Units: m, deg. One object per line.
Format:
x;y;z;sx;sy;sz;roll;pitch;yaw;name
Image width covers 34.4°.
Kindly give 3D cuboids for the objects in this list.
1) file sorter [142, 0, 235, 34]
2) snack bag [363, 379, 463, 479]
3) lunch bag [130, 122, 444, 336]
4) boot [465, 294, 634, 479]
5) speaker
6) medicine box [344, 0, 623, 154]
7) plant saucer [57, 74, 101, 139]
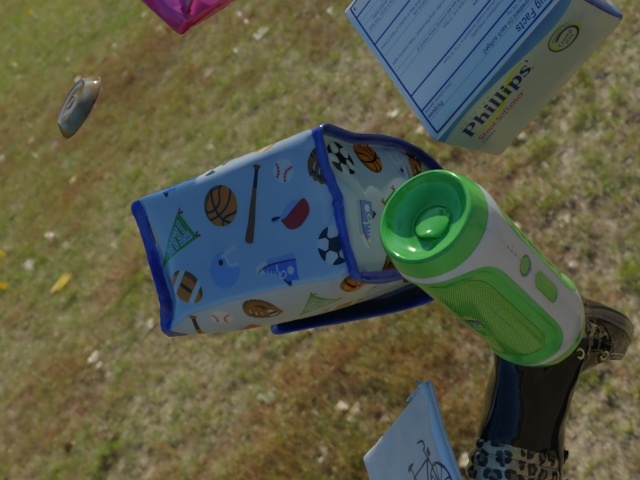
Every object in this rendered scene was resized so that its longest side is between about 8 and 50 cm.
-0.086;-0.370;0.954;0.290;0.202;0.182;-45;-5;-42;file sorter
0.155;0.406;1.459;0.323;0.037;0.343;114;144;-56;snack bag
0.000;0.000;1.425;0.327;0.385;0.239;-16;84;30;lunch bag
0.333;0.219;1.496;0.138;0.377;0.284;9;82;33;boot
0.186;0.039;1.141;0.131;0.296;0.131;-20;53;28;speaker
0.215;-0.313;1.430;0.263;0.149;0.289;-50;54;29;medicine box
-0.279;-0.155;1.182;0.083;0.015;0.083;-36;39;36;plant saucer
